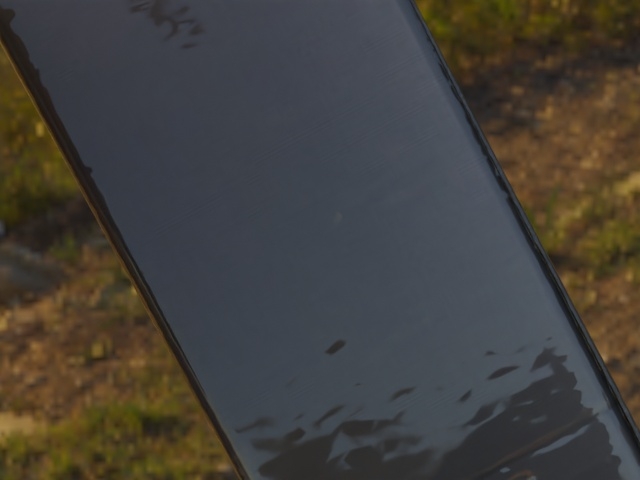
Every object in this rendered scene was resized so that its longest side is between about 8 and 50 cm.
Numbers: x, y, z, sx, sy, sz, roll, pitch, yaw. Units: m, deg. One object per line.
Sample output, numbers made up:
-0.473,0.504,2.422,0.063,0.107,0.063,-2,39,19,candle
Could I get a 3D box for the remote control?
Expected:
0.000,0.000,0.359,0.077,0.245,0.022,-28,6,1,remote control
